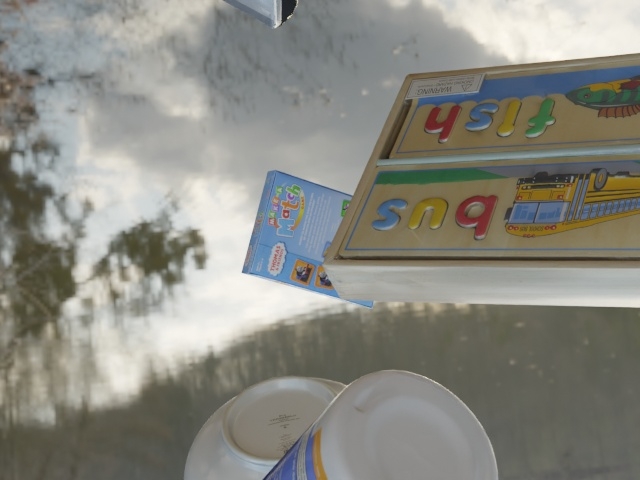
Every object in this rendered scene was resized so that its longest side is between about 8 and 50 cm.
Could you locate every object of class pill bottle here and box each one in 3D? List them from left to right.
[{"bbox_3d":[0.021,0.239,0.899,0.152,0.152,0.272,2,145,-28],"label":"pill bottle"}]

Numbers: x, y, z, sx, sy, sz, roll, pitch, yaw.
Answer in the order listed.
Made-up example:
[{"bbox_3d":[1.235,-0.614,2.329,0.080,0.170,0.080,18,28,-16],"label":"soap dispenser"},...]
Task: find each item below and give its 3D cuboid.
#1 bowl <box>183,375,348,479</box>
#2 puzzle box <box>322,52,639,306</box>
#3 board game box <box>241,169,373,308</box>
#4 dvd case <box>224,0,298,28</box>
[{"bbox_3d":[-0.036,0.253,1.225,0.297,0.298,0.134,-7,123,4],"label":"bowl"},{"bbox_3d":[0.224,-0.060,0.933,0.408,0.272,0.052,-1,138,31],"label":"puzzle box"},{"bbox_3d":[0.000,0.000,1.585,0.211,0.160,0.039,17,173,-25],"label":"board game box"},{"bbox_3d":[-0.090,-0.241,0.568,0.179,0.030,0.239,32,154,16],"label":"dvd case"}]
